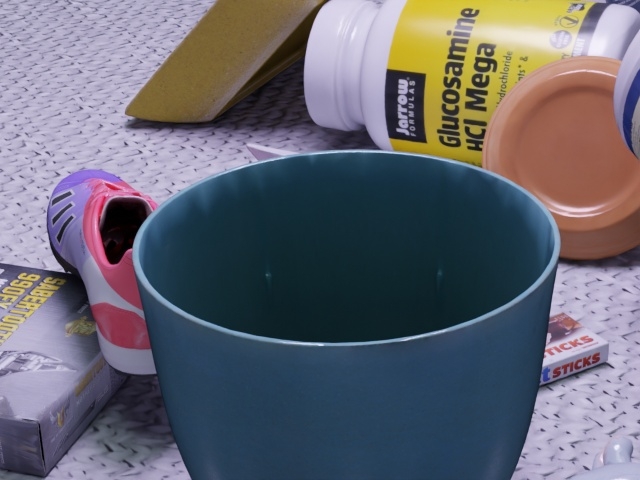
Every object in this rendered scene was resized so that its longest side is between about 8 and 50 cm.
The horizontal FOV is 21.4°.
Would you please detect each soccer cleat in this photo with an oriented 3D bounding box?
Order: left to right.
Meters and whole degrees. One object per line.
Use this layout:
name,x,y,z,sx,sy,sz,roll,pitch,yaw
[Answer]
soccer cleat,-0.168,-0.006,1.441,0.108,0.116,0.318,-9,29,-14

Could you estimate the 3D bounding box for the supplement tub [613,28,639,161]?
supplement tub,0.412,-0.060,1.374,0.235,0.235,0.325,-14,50,-22

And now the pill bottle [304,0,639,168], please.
pill bottle,0.161,-0.168,1.778,0.334,0.188,0.188,9,29,22

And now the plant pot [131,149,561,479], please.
plant pot,0.020,0.101,1.210,0.293,0.235,0.293,-1,27,1

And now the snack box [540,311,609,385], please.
snack box,0.153,0.105,1.423,0.178,0.022,0.064,-17,32,-26

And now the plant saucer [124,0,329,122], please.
plant saucer,-0.034,-0.270,1.950,0.081,0.333,0.333,48,39,1

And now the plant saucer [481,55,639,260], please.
plant saucer,0.249,-0.082,1.608,0.200,0.200,0.037,7,-8,18

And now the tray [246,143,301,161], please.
tray,0.048,-0.051,1.620,0.145,0.030,0.270,16,5,26

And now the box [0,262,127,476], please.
box,-0.262,0.100,1.429,0.183,0.056,0.231,8,29,19

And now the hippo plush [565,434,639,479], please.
hippo plush,0.149,0.250,0.905,0.294,0.237,0.234,-4,27,-3

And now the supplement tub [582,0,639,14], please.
supplement tub,0.266,-0.312,1.924,0.191,0.272,0.191,-14,18,5
